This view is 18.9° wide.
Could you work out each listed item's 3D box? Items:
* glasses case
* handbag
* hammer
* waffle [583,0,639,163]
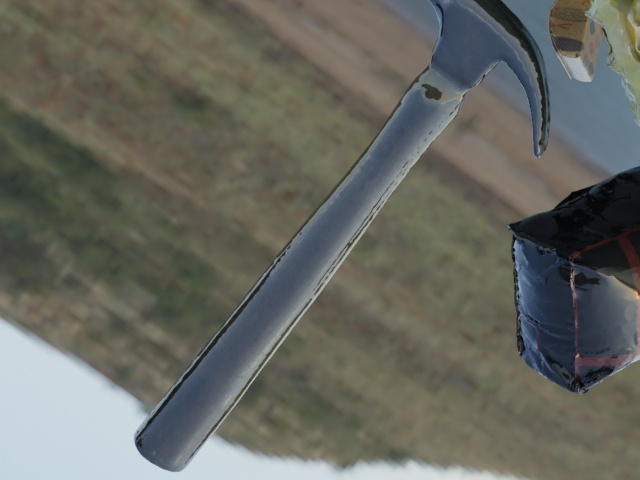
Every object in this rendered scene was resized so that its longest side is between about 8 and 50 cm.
[{"bbox_3d":[0.257,-0.205,1.941,0.041,0.065,0.170,11,179,12],"label":"glasses case"},{"bbox_3d":[0.286,0.034,1.847,0.155,0.215,0.169,32,137,49],"label":"handbag"},{"bbox_3d":[0.000,0.000,1.401,0.168,0.440,0.044,41,-160,5],"label":"hammer"},{"bbox_3d":[0.274,-0.158,1.181,0.068,0.302,0.325,7,124,44],"label":"waffle"}]
